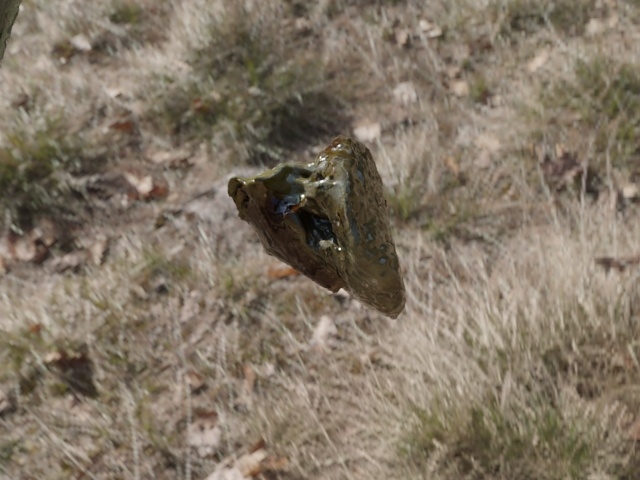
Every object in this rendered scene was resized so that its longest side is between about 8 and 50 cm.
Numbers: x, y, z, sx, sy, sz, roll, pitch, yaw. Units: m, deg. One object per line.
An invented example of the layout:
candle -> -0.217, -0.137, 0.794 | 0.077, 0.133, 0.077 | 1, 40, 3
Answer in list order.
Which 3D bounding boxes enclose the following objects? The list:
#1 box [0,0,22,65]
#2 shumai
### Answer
box -> -0.232, -0.169, 0.329 | 0.396, 0.396, 0.111 | -10, 45, -45
shumai -> 0.010, -0.001, 0.859 | 0.105, 0.139, 0.123 | -23, 73, 27
